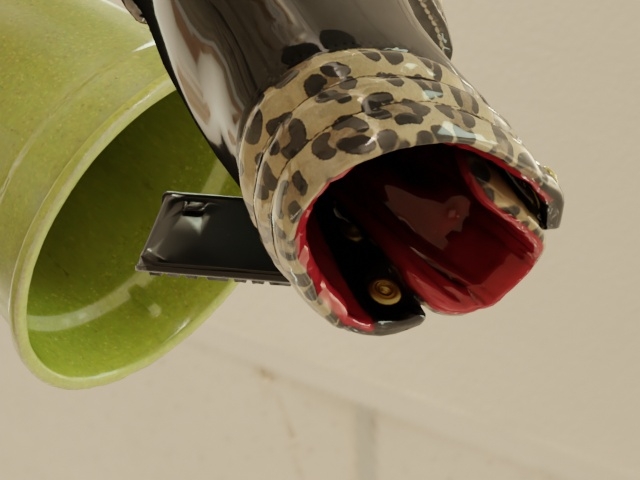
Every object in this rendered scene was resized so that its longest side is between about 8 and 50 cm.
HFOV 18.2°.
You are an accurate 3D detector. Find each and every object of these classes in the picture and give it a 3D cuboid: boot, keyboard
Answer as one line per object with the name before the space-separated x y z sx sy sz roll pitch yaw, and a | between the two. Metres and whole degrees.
boot | 0.013 -0.080 1.008 0.138 0.377 0.284 -37 -120 8
keyboard | 0.000 0.000 1.060 0.180 0.108 0.023 5 -60 6

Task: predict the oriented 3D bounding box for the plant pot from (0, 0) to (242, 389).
plant pot | -0.193 -0.077 1.436 0.254 0.276 0.276 37 -50 26
